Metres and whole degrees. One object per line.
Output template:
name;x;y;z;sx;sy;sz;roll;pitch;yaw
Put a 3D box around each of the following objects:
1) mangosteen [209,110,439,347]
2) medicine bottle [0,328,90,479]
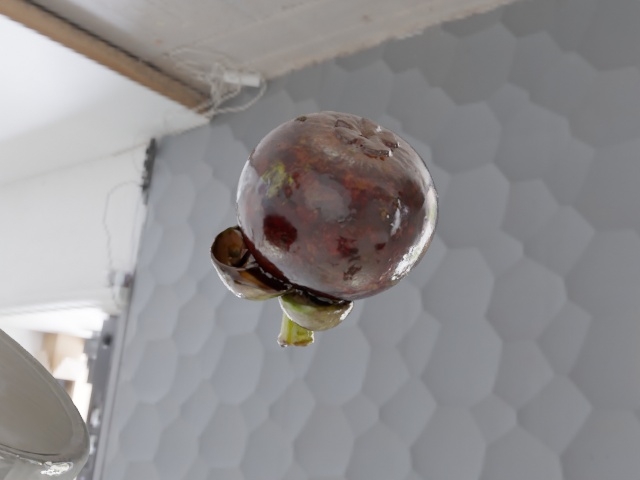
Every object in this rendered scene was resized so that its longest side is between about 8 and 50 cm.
mangosteen;0.002;-0.011;0.674;0.156;0.145;0.181;14;141;-7
medicine bottle;-0.324;0.215;0.511;0.224;0.384;0.224;40;180;0
